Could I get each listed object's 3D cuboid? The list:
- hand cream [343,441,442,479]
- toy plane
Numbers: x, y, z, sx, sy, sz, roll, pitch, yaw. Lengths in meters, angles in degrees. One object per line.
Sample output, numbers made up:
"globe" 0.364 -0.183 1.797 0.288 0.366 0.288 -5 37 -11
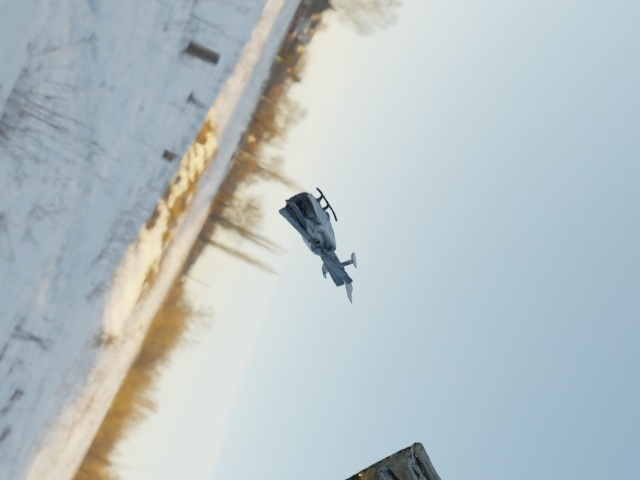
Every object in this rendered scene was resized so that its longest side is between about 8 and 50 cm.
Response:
"hand cream" -0.002 0.144 0.378 0.163 0.062 0.039 -24 152 -27
"toy plane" 0.000 0.000 1.186 0.053 0.197 0.078 -20 -141 15
